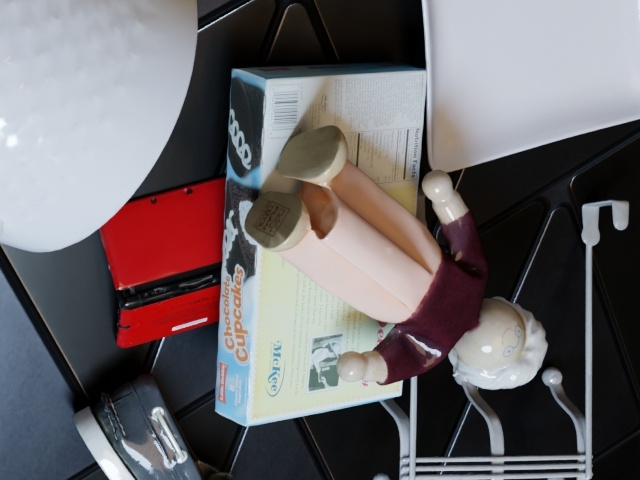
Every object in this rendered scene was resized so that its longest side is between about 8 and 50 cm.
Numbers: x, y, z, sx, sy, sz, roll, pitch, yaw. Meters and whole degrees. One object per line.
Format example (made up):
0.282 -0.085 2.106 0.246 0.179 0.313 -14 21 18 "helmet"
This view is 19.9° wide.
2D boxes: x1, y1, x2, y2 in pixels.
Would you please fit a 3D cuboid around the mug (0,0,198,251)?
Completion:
-0.307 -0.122 1.323 0.328 0.276 0.374 23 68 -41 "mug"

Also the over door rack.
0.175 0.104 1.853 0.239 0.108 0.324 2 98 -28 "over door rack"

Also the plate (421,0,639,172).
0.211 -0.224 1.736 0.277 0.045 0.278 -17 120 -20 "plate"

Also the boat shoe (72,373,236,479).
-0.121 0.254 1.757 0.091 0.114 0.302 -34 125 -2 "boat shoe"

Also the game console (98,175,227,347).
-0.133 0.021 1.698 0.144 0.085 0.124 -15 151 -20 "game console"

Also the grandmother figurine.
0.083 0.042 1.654 0.342 0.104 0.208 34 91 -36 "grandmother figurine"

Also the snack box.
0.000 0.000 1.679 0.187 0.060 0.322 -7 107 -37 "snack box"
